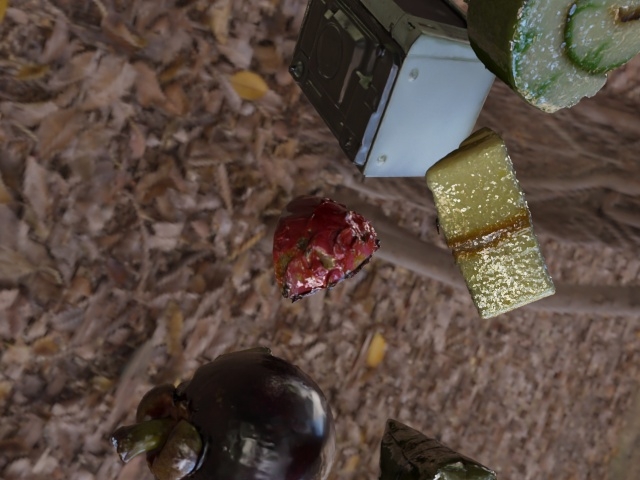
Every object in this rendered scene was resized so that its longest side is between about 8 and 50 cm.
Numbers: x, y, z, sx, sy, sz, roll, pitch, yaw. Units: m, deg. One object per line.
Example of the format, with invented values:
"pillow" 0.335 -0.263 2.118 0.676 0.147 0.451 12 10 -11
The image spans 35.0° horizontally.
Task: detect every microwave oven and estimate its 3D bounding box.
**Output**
"microwave oven" 0.125 -0.359 2.004 0.247 0.394 0.333 0 128 -30

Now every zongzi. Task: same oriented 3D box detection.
"zongzi" 0.118 0.387 1.380 0.125 0.274 0.250 14 90 -20

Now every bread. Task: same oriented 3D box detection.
"bread" 0.264 -0.026 1.519 0.178 0.142 0.266 -34 108 -25
"bread" 0.393 -0.359 1.478 0.366 0.129 0.382 -17 140 -26

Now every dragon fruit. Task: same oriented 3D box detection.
"dragon fruit" 0.000 0.000 1.978 0.163 0.189 0.261 -38 -167 45

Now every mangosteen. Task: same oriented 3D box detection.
"mangosteen" -0.129 0.298 1.513 0.297 0.293 0.297 -52 -179 1

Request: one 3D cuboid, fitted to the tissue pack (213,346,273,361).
"tissue pack" -0.148 0.292 2.010 0.120 0.082 0.169 -12 143 -12
